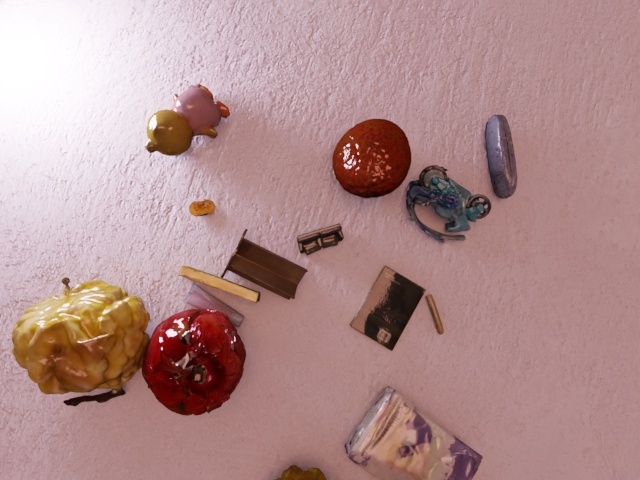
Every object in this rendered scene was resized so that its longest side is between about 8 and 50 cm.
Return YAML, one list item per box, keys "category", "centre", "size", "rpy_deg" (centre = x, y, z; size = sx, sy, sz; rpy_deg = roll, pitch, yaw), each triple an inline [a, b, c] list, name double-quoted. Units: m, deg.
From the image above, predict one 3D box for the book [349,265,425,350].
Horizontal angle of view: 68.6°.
- category: "book"
  centre: [0.217, 0.215, 1.505]
  size: [0.160, 0.024, 0.228]
  rpy_deg: [31, 81, 0]

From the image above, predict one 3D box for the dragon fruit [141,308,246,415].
- category: "dragon fruit"
  centre: [-0.350, 0.339, 1.323]
  size: [0.295, 0.301, 0.296]
  rpy_deg: [0, 90, -24]

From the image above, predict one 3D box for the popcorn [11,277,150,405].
- category: "popcorn"
  centre: [-0.644, 0.295, 1.308]
  size: [0.348, 0.349, 0.382]
  rpy_deg: [-12, 110, -6]

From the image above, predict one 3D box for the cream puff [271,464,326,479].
- category: "cream puff"
  centre: [-0.047, 0.758, 1.318]
  size: [0.244, 0.196, 0.244]
  rpy_deg: [7, 58, -11]

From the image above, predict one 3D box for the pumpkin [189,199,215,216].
- category: "pumpkin"
  centre: [-0.378, -0.101, 1.500]
  size: [0.083, 0.028, 0.050]
  rpy_deg: [-9, 81, -14]

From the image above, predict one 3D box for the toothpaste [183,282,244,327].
- category: "toothpaste"
  centre: [-0.329, 0.208, 1.457]
  size: [0.194, 0.043, 0.067]
  rpy_deg: [28, 83, 6]

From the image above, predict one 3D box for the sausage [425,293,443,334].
- category: "sausage"
  centre: [0.371, 0.239, 1.513]
  size: [0.024, 0.024, 0.133]
  rpy_deg: [-17, 83, -7]

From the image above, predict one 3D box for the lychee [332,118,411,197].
- category: "lychee"
  centre: [0.160, -0.261, 1.468]
  size: [0.255, 0.255, 0.300]
  rpy_deg: [-18, 50, -7]

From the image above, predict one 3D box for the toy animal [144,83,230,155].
- category: "toy animal"
  centre: [-0.428, -0.365, 1.463]
  size: [0.195, 0.169, 0.281]
  rpy_deg: [44, 80, 5]

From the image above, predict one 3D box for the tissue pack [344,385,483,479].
- category: "tissue pack"
  centre: [0.270, 0.634, 1.399]
  size: [0.343, 0.125, 0.242]
  rpy_deg: [37, 81, 3]

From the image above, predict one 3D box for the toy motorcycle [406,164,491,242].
- category: "toy motorcycle"
  centre: [0.397, -0.110, 1.514]
  size: [0.260, 0.154, 0.206]
  rpy_deg: [34, 104, -3]

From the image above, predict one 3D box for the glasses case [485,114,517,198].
- category: "glasses case"
  centre: [0.601, -0.280, 1.562]
  size: [0.067, 0.109, 0.283]
  rpy_deg: [-6, 83, -7]

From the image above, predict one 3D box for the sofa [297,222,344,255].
- category: "sofa"
  centre: [0.000, 0.000, 1.488]
  size: [0.147, 0.085, 0.060]
  rpy_deg: [-17, 81, -7]

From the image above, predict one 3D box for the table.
- category: "table"
  centre: [-0.166, 0.088, 1.436]
  size: [0.226, 0.167, 0.167]
  rpy_deg: [28, 81, -9]

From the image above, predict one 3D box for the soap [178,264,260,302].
- category: "soap"
  centre: [-0.305, 0.134, 1.441]
  size: [0.251, 0.092, 0.037]
  rpy_deg: [20, 85, -1]
